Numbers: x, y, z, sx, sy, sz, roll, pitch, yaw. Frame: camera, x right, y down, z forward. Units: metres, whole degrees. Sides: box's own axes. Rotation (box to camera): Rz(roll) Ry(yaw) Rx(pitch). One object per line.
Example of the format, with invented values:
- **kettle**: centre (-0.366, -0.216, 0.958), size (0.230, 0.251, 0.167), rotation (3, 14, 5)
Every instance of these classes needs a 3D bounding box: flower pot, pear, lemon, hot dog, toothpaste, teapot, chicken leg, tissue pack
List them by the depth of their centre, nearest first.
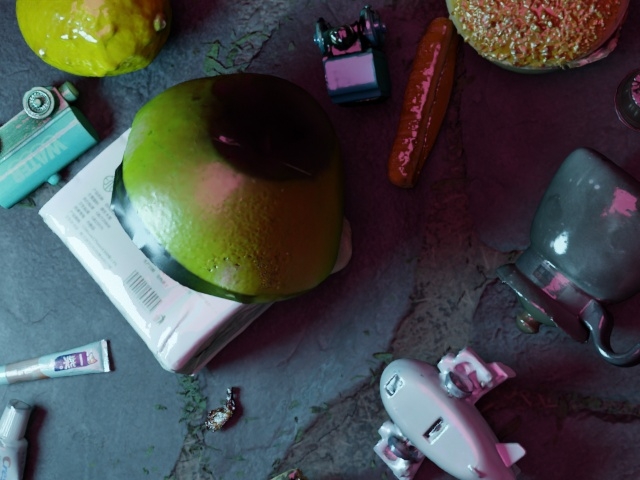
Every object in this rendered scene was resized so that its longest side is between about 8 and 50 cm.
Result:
- **teapot**: centre (0.420, 0.053, 1.700), size (0.305, 0.223, 0.285), rotation (41, 101, 13)
- **pear**: centre (-0.107, -0.114, 1.715), size (0.399, 0.398, 0.165), rotation (50, 137, 13)
- **flower pot**: centre (0.515, -0.229, 1.766), size (0.111, 0.089, 0.111), rotation (-1, 84, 12)
- **tissue pack**: centre (-0.241, 0.012, 1.850), size (0.266, 0.194, 0.356), rotation (-41, 78, 1)
- **hot dog**: centre (0.166, -0.226, 1.852), size (0.068, 0.083, 0.289), rotation (16, 87, 33)
- **chicken leg**: centre (-0.162, 0.285, 1.891), size (0.036, 0.021, 0.083), rotation (37, 92, 23)
- **lemon**: centre (-0.383, -0.387, 1.911), size (0.288, 0.233, 0.234), rotation (15, 87, 18)
- **toothpaste**: centre (-0.564, 0.407, 1.950), size (0.099, 0.068, 0.283), rotation (26, 97, 41)
- **toothpaste**: centre (-0.465, 0.217, 1.960), size (0.205, 0.036, 0.056), rotation (-11, 82, 7)

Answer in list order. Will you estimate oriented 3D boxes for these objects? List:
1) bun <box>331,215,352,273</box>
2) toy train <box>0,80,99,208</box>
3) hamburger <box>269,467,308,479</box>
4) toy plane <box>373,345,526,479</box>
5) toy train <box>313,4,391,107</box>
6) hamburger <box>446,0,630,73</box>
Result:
- **bun**: centre (0.000, 0.000, 1.863), size (0.115, 0.069, 0.115), rotation (-1, 84, 13)
- **toy train**: centre (-0.507, -0.166, 1.988), size (0.248, 0.101, 0.159), rotation (-35, 94, 7)
- **hamburger**: centre (-0.060, 0.514, 1.776), size (0.245, 0.155, 0.282), rotation (30, 94, 17)
- **toy plane**: centre (0.201, 0.287, 1.761), size (0.266, 0.122, 0.267), rotation (3, 98, 23)
- **toy train**: centre (0.057, -0.292, 1.825), size (0.107, 0.198, 0.155), rotation (-9, 95, 12)
- **hamburger**: centre (0.341, -0.403, 1.773), size (0.301, 0.170, 0.302), rotation (-1, 84, 5)
